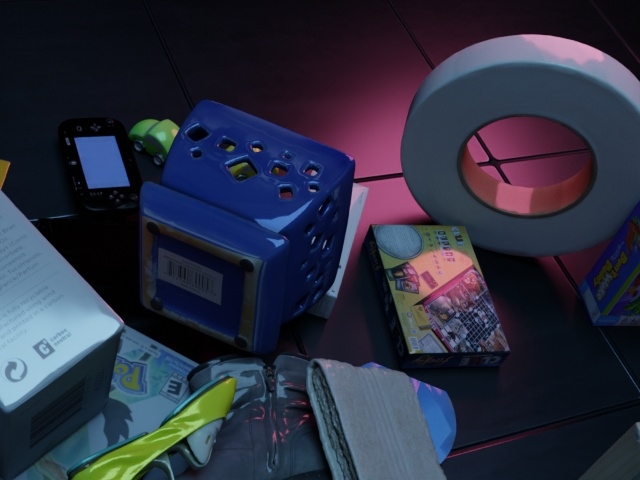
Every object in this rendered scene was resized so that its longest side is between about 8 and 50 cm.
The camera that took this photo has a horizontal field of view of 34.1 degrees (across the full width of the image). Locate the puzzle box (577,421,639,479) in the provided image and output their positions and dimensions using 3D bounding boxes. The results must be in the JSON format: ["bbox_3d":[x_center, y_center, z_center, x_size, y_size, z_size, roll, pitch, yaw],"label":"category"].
[{"bbox_3d":[0.519,0.303,1.353,0.409,0.272,0.052,-1,52,-21],"label":"puzzle box"}]

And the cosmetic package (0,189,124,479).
[{"bbox_3d":[-0.438,0.031,1.196,0.453,0.230,0.161,45,58,11],"label":"cosmetic package"}]

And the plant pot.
[{"bbox_3d":[-0.110,-0.006,1.352,0.236,0.236,0.212,22,45,13],"label":"plant pot"}]

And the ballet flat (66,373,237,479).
[{"bbox_3d":[-0.170,0.234,1.157,0.231,0.077,0.077,-29,72,-34],"label":"ballet flat"}]

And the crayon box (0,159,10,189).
[{"bbox_3d":[-0.600,-0.049,1.398,0.318,0.081,0.202,13,48,-8],"label":"crayon box"}]

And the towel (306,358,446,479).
[{"bbox_3d":[0.086,0.283,1.297,0.187,0.049,0.282,16,46,-46],"label":"towel"}]

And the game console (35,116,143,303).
[{"bbox_3d":[-0.315,-0.054,1.511,0.213,0.044,0.361,2,46,-30],"label":"game console"}]

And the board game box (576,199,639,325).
[{"bbox_3d":[0.615,0.037,1.643,0.347,0.233,0.078,1,50,-18],"label":"board game box"}]

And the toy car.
[{"bbox_3d":[-0.203,-0.127,1.624,0.225,0.053,0.239,34,48,11],"label":"toy car"}]

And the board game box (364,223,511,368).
[{"bbox_3d":[0.173,0.081,1.581,0.165,0.042,0.243,1,50,-18],"label":"board game box"}]

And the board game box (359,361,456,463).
[{"bbox_3d":[0.098,0.247,1.416,0.168,0.033,0.133,21,57,-1],"label":"board game box"}]

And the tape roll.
[{"bbox_3d":[0.313,-0.131,1.581,0.392,0.392,0.072,19,47,-3],"label":"tape roll"}]

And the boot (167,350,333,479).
[{"bbox_3d":[-0.131,0.252,1.278,0.338,0.118,0.223,0,53,-34],"label":"boot"}]

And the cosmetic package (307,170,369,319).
[{"bbox_3d":[0.000,0.000,1.579,0.099,0.060,0.239,20,47,-3],"label":"cosmetic package"}]

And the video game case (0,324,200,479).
[{"bbox_3d":[-0.351,0.196,1.301,0.329,0.036,0.300,28,47,5],"label":"video game case"}]
